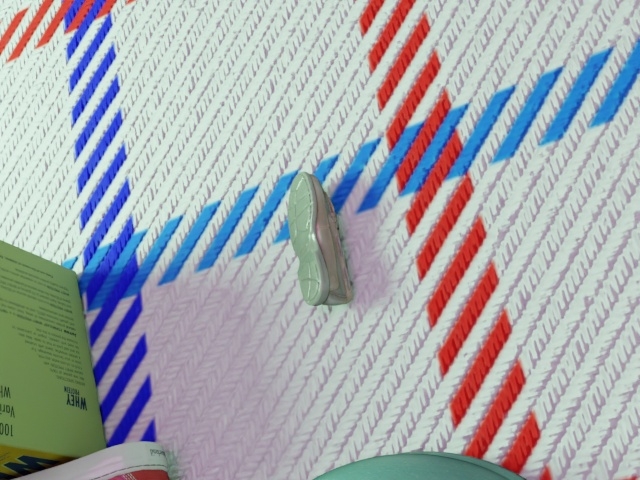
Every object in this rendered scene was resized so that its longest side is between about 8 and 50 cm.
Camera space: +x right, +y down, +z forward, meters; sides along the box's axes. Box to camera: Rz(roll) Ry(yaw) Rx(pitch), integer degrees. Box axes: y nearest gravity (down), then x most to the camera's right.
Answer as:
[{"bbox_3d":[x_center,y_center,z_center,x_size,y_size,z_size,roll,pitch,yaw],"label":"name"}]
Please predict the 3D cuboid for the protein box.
[{"bbox_3d":[-0.316,0.114,0.858,0.136,0.200,0.201,-26,63,17],"label":"protein box"}]

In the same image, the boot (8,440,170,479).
[{"bbox_3d":[-0.229,0.290,0.822,0.244,0.088,0.176,-21,66,15],"label":"boot"}]

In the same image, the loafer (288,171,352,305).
[{"bbox_3d":[0.000,0.000,0.842,0.045,0.039,0.125,-40,49,48],"label":"loafer"}]

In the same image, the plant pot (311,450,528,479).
[{"bbox_3d":[0.043,0.273,0.615,0.293,0.196,0.293,-7,71,20],"label":"plant pot"}]
